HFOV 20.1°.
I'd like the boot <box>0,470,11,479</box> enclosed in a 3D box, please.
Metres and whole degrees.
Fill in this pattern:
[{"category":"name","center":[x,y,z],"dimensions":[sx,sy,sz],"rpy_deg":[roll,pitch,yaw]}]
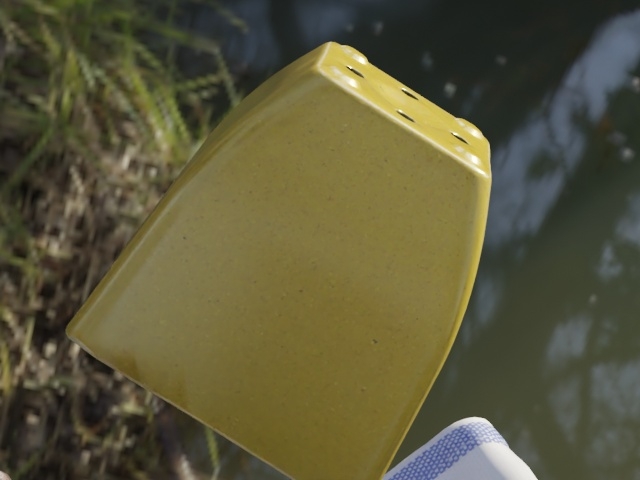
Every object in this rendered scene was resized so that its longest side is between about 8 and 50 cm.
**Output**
[{"category":"boot","center":[-0.130,0.106,0.583],"dimensions":[0.106,0.037,0.114],"rpy_deg":[9,28,-43]}]

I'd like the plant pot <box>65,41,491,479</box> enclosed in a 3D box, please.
[{"category":"plant pot","center":[0.000,0.000,0.439],"dimensions":[0.081,0.083,0.081],"rpy_deg":[32,14,-4]}]

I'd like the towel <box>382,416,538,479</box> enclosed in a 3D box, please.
[{"category":"towel","center":[0.033,0.197,0.610],"dimensions":[0.209,0.034,0.285],"rpy_deg":[-40,34,2]}]
